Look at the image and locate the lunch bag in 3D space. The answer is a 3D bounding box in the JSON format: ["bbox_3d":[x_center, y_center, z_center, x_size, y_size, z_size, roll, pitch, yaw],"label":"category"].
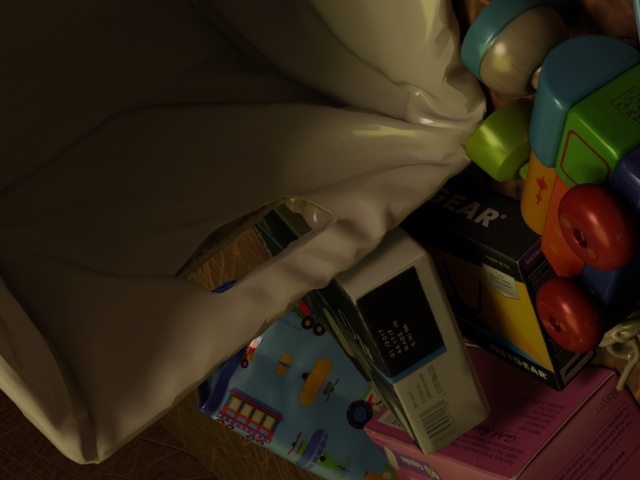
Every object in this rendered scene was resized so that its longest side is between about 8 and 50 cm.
[{"bbox_3d":[-0.016,0.136,1.116,0.221,0.138,0.293,30,174,-14],"label":"lunch bag"}]

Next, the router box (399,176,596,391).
[{"bbox_3d":[0.103,0.016,0.807,0.179,0.046,0.133,29,153,46],"label":"router box"}]

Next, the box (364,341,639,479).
[{"bbox_3d":[0.185,0.216,0.904,0.243,0.117,0.213,54,160,-18],"label":"box"}]

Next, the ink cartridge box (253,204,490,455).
[{"bbox_3d":[0.000,0.000,0.855,0.333,0.065,0.165,50,169,51],"label":"ink cartridge box"}]

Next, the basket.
[{"bbox_3d":[-0.130,-0.120,0.648,0.266,0.328,0.331,35,157,45],"label":"basket"}]

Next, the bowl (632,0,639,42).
[{"bbox_3d":[0.163,-0.028,0.267,0.391,0.077,0.391,-14,-90,-86],"label":"bowl"}]

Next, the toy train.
[{"bbox_3d":[0.134,-0.016,0.617,0.143,0.105,0.248,51,164,26],"label":"toy train"}]
